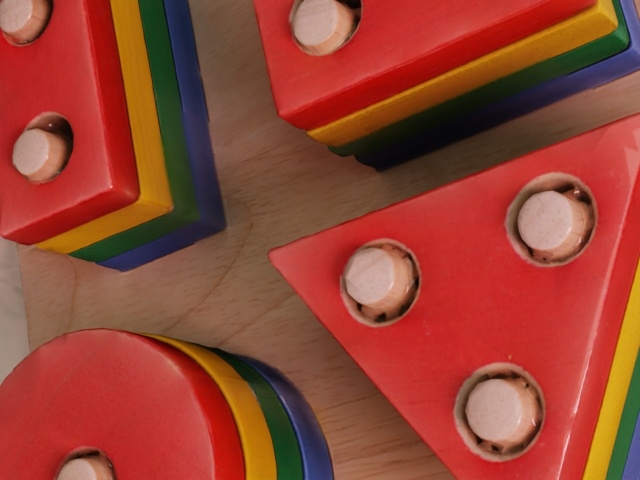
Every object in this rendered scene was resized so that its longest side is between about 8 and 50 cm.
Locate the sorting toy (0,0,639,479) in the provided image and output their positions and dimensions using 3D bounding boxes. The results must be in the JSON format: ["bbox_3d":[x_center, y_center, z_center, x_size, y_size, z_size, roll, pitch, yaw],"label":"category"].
[{"bbox_3d":[0.000,0.000,0.415,0.257,0.089,0.255,-21,69,25],"label":"sorting toy"}]
